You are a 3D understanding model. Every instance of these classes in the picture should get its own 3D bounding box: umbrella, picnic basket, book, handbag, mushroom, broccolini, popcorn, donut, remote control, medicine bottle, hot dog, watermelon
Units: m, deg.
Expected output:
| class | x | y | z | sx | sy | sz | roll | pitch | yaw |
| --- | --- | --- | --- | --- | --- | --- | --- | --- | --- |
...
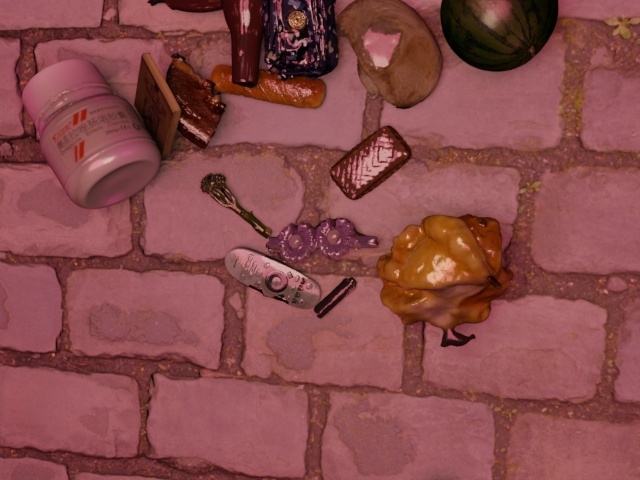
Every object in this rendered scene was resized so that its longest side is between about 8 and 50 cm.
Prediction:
| class | x | y | z | sx | sy | sz | roll | pitch | yaw |
| --- | --- | --- | --- | --- | --- | --- | --- | --- | --- |
| umbrella | 0.035 | 0.138 | 1.698 | 0.133 | 0.031 | 0.036 | -43 | 89 | 12 |
| picnic basket | 0.115 | -0.182 | 1.632 | 0.193 | 0.055 | 0.110 | -39 | 89 | 15 |
| book | -0.387 | -0.314 | 1.634 | 0.026 | 0.231 | 0.161 | -26 | 82 | -25 |
| handbag | -0.051 | -0.488 | 1.541 | 0.162 | 0.113 | 0.260 | 6 | 109 | 24 |
| mushroom | 0.159 | -0.430 | 1.537 | 0.189 | 0.164 | 0.267 | -22 | 92 | 14 |
| broccolini | -0.202 | -0.089 | 1.717 | 0.216 | 0.058 | 0.067 | 36 | 137 | -3 |
| popcorn | 0.282 | 0.064 | 1.539 | 0.297 | 0.281 | 0.316 | 22 | 128 | -32 |
| donut | -0.317 | -0.323 | 1.655 | 0.186 | 0.126 | 0.144 | 36 | 69 | -11 |
| remote control | -0.119 | 0.093 | 1.717 | 0.256 | 0.045 | 0.097 | 28 | 102 | 4 |
| medicine bottle | -0.551 | -0.255 | 1.657 | 0.241 | 0.241 | 0.302 | -37 | 79 | 13 |
| hot dog | -0.130 | -0.368 | 1.656 | 0.285 | 0.061 | 0.088 | 7 | 109 | 11 |
| watermelon | 0.374 | -0.478 | 1.453 | 0.242 | 0.242 | 0.242 | 1 | 97 | 11 |

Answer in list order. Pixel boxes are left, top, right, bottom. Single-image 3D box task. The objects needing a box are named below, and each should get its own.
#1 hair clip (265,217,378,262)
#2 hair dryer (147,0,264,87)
| class | x | y | z | sx | sy | sz | roll | pitch | yaw |
| --- | --- | --- | --- | --- | --- | --- | --- | --- | --- |
| hair clip | 0.000 | 0.000 | 1.672 | 0.292 | 0.084 | 0.106 | -3 | 78 | 16 |
| hair dryer | -0.273 | -0.523 | 1.640 | 0.340 | 0.123 | 0.313 | 6 | 88 | 22 |
